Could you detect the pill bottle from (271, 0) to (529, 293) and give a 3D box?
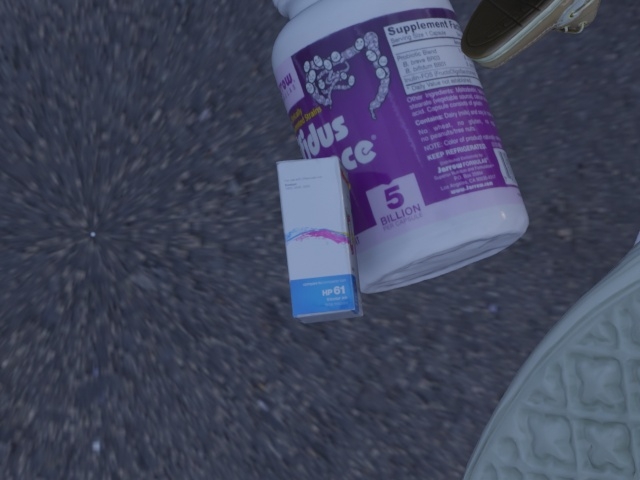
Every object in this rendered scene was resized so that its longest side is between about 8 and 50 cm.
[{"bbox_3d":[0.055,-0.120,1.575,0.169,0.169,0.301,-18,80,-7],"label":"pill bottle"}]

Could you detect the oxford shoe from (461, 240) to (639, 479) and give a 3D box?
[{"bbox_3d":[0.212,0.009,0.605,0.169,0.130,0.449,43,121,7],"label":"oxford shoe"}]

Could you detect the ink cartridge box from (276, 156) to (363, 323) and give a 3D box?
[{"bbox_3d":[0.000,0.000,1.433,0.052,0.088,0.122,-8,84,4],"label":"ink cartridge box"}]

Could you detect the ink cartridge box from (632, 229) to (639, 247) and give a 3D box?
[{"bbox_3d":[0.288,0.053,1.083,0.117,0.207,0.283,35,74,-41],"label":"ink cartridge box"}]

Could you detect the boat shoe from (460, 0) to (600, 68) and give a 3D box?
[{"bbox_3d":[0.138,-0.139,1.018,0.135,0.050,0.045,-43,128,-4],"label":"boat shoe"}]
